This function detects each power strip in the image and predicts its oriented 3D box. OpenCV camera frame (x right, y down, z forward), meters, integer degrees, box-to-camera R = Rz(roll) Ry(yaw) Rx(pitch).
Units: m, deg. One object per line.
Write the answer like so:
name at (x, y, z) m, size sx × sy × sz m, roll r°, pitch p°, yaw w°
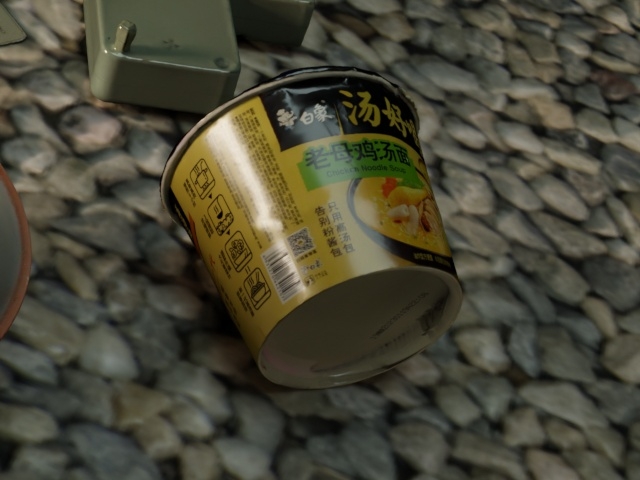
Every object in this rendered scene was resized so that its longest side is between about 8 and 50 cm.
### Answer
power strip at (-0.077, -0.163, 1.248) m, size 0.145 × 0.061 × 0.215 m, roll 7°, pitch 42°, yaw -18°

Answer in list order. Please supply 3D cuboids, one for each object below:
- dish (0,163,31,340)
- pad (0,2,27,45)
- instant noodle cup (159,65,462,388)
dish at (-0.273, 0.014, 0.926) m, size 0.260 × 0.085 × 0.260 m, roll 14°, pitch 41°, yaw -13°
pad at (-0.310, -0.195, 1.208) m, size 0.159 × 0.009 × 0.265 m, roll -15°, pitch 53°, yaw -39°
instant noodle cup at (0.000, 0.000, 1.043) m, size 0.151 × 0.151 × 0.122 m, roll -1°, pitch 55°, yaw -28°
